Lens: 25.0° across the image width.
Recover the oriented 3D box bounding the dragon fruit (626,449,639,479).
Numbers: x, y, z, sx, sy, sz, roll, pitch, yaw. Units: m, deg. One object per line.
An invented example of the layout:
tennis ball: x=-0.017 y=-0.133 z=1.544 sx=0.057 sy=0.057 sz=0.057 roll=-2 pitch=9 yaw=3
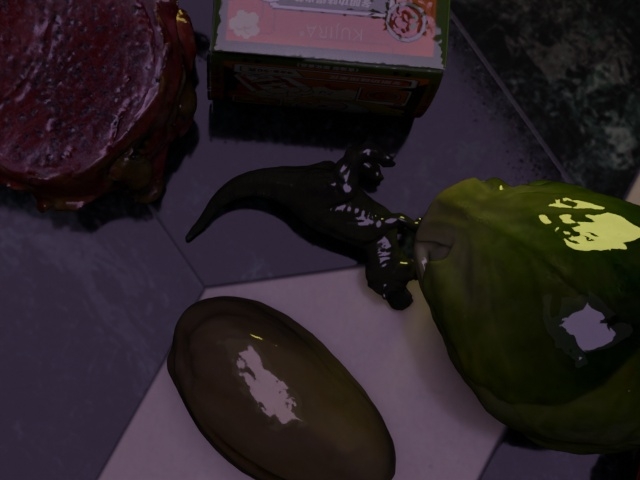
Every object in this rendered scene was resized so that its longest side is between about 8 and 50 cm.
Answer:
dragon fruit: x=0.409 y=0.316 z=1.244 sx=0.343 sy=0.100 sz=0.282 roll=17 pitch=80 yaw=6

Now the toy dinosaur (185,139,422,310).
toy dinosaur: x=0.000 y=0.000 z=1.266 sx=0.179 sy=0.087 sz=0.187 roll=-38 pitch=85 yaw=-9

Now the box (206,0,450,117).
box: x=0.005 y=-0.193 z=1.243 sx=0.195 sy=0.177 sz=0.148 roll=5 pitch=83 yaw=-4

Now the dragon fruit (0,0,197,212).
dragon fruit: x=-0.196 y=-0.134 z=1.248 sx=0.282 sy=0.147 sz=0.211 roll=-38 pitch=75 yaw=-2

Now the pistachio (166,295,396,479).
pistachio: x=-0.035 y=0.139 z=1.231 sx=0.226 sy=0.136 sz=0.136 roll=40 pitch=82 yaw=-5

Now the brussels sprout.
brussels sprout: x=0.205 y=0.058 z=1.220 sx=0.271 sy=0.210 sz=0.219 roll=35 pitch=77 yaw=18
